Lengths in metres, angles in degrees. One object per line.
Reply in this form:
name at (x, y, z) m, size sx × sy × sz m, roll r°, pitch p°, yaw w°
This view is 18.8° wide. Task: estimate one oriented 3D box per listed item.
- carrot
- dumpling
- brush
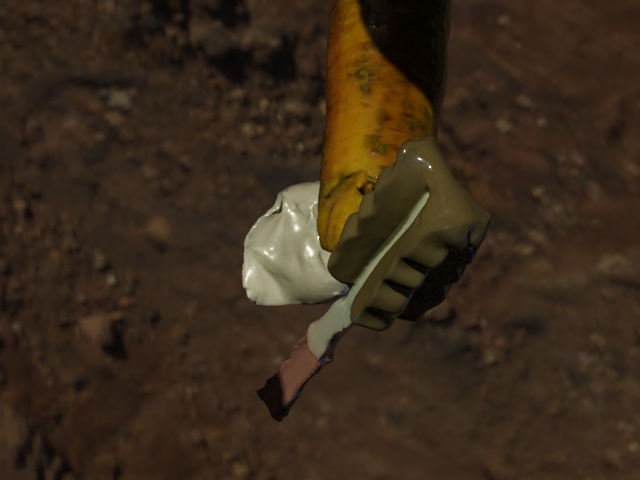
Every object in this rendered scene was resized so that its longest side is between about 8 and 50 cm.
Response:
carrot at (0.055, -0.126, 1.699) m, size 0.114 × 0.302 × 0.114 m, roll 4°, pitch 149°, yaw 3°
dumpling at (0.000, 0.000, 2.014) m, size 0.188 × 0.108 × 0.127 m, roll -22°, pitch 112°, yaw -15°
brush at (0.026, 0.043, 1.316) m, size 0.071 × 0.084 × 0.301 m, roll -13°, pitch 154°, yaw -34°
